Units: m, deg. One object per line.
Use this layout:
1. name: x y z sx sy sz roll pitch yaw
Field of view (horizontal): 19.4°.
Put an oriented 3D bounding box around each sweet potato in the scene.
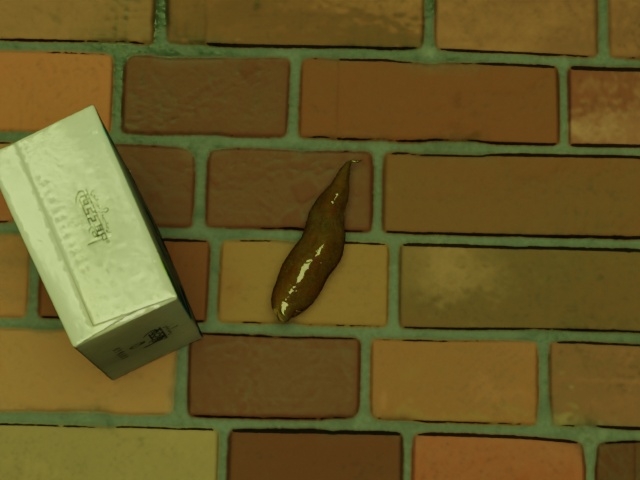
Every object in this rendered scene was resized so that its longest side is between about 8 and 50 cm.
1. sweet potato: 0.000 0.000 1.951 0.056 0.056 0.195 22 75 4

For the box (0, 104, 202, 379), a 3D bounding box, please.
1. box: -0.213 0.010 1.832 0.116 0.274 0.203 -25 79 -3
